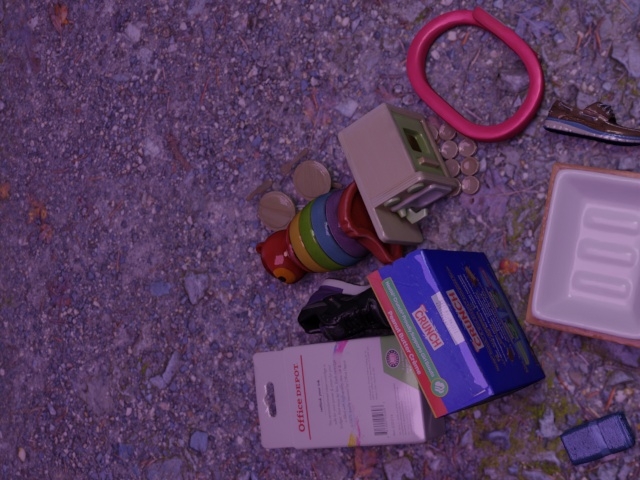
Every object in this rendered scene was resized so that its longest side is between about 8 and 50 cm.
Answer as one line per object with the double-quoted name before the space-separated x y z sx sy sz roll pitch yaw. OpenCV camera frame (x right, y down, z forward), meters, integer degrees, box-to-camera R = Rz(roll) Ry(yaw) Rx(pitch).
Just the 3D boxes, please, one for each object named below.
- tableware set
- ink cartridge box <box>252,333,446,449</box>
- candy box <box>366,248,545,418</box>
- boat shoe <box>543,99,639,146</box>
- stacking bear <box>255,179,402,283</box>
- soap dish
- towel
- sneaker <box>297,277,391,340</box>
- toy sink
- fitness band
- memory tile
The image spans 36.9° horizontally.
"tableware set" -0.049 -0.094 2.004 0.194 0.039 0.128 -38 86 27
"ink cartridge box" 0.052 0.297 1.885 0.353 0.119 0.207 -9 84 26
"candy box" 0.246 0.155 1.679 0.122 0.317 0.268 -31 74 23
"boat shoe" 0.492 -0.213 1.713 0.183 0.066 0.066 16 94 27
"stacking bear" 0.000 0.000 1.912 0.289 0.175 0.164 -25 42 35
"soap dish" 0.497 0.024 1.668 0.228 0.118 0.291 11 93 28
"towel" 0.492 0.352 1.703 0.119 0.029 0.067 -26 75 23
"sneaker" 0.069 0.151 1.831 0.283 0.124 0.107 -2 126 52
"toy sink" 0.159 -0.125 1.821 0.131 0.152 0.234 -31 70 30
"fitness band" 0.294 -0.317 1.826 0.291 0.054 0.209 47 106 23
"memory tile" 0.253 -0.158 1.865 0.113 0.012 0.148 -7 83 27
